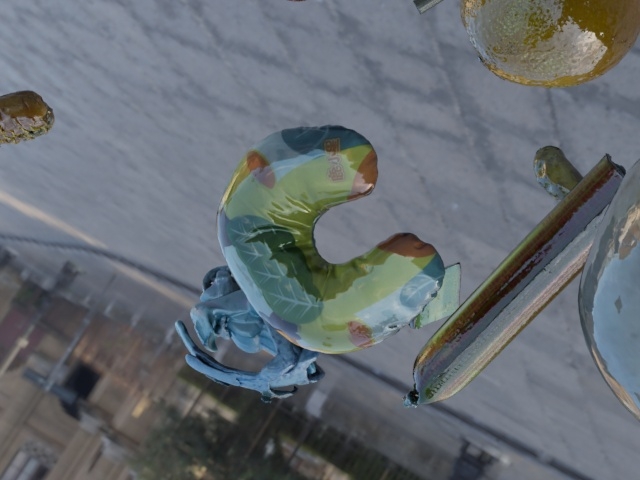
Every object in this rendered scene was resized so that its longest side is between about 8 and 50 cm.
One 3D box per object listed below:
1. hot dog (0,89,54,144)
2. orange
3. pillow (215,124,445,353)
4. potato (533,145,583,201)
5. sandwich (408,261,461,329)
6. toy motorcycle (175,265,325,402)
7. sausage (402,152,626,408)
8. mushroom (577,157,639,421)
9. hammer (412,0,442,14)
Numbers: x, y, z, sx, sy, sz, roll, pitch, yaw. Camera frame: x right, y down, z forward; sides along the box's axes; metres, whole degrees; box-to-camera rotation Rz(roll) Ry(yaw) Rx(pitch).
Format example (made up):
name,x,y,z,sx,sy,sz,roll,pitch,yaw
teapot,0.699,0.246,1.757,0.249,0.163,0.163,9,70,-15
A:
name,x,y,z,sx,sy,sz,roll,pitch,yaw
hot dog,-0.375,-0.120,1.131,0.071,0.165,0.045,93,159,-80
orange,0.345,-0.356,1.549,0.274,0.274,0.274,31,170,6
pillow,0.000,0.000,1.031,0.086,0.214,0.233,-21,-99,-59
potato,0.289,-0.077,1.264,0.045,0.046,0.092,3,-134,-43
sandwich,0.133,0.048,1.341,0.116,0.074,0.074,84,161,-53
toy motorcycle,-0.108,0.148,1.709,0.260,0.206,0.154,20,146,18
sausage,0.215,0.063,1.159,0.082,0.371,0.082,36,-159,-16
mushroom,0.338,0.018,0.727,0.298,0.290,0.297,17,133,18
hammer,0.106,-0.314,1.210,0.110,0.036,0.019,63,-169,23
